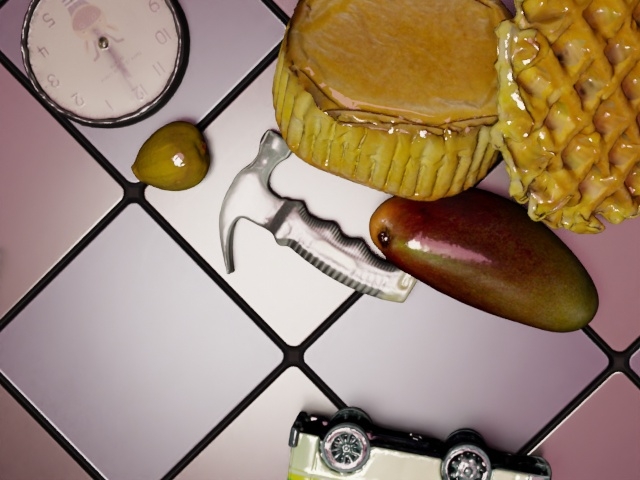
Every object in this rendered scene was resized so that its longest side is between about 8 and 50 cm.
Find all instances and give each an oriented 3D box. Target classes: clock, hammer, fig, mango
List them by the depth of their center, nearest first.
[{"bbox_3d":[0.179,0.013,1.917,0.267,0.133,0.111,24,118,-11],"label":"mango"},{"bbox_3d":[-0.162,-0.086,1.956,0.088,0.074,0.074,-21,93,20],"label":"fig"},{"bbox_3d":[-0.233,-0.211,1.965,0.184,0.040,0.185,0,94,3],"label":"clock"},{"bbox_3d":[0.000,0.000,1.967,0.226,0.041,0.159,29,95,1],"label":"hammer"}]

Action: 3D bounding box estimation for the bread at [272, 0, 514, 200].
[{"bbox_3d":[0.080,-0.166,1.874,0.253,0.142,0.227,15,56,-5],"label":"bread"}]

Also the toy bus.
[{"bbox_3d":[0.096,0.277,1.936,0.276,0.133,0.165,11,94,4],"label":"toy bus"}]

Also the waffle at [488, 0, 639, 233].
[{"bbox_3d":[0.290,-0.164,1.846,0.302,0.068,0.325,-5,109,-39],"label":"waffle"}]
